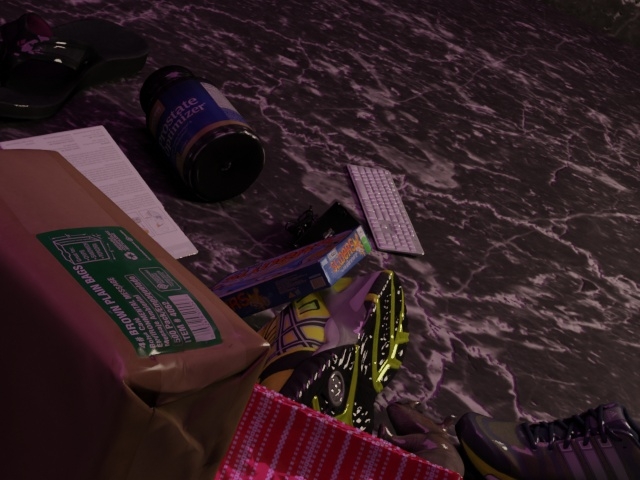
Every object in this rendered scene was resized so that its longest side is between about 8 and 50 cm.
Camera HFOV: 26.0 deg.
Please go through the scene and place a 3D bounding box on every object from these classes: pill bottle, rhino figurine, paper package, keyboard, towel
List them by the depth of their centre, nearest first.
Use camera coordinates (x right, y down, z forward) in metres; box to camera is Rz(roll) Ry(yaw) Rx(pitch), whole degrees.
[{"bbox_3d":[-0.246,0.121,1.212,0.168,0.309,0.325,-10,42,-46],"label":"paper package"},{"bbox_3d":[-0.016,0.256,1.326,0.275,0.031,0.198,24,64,0],"label":"towel"},{"bbox_3d":[0.107,0.245,1.512,0.106,0.073,0.243,17,26,-5],"label":"rhino figurine"},{"bbox_3d":[0.000,0.000,1.945,0.100,0.038,0.192,48,27,-1],"label":"keyboard"},{"bbox_3d":[-0.177,-0.160,1.992,0.123,0.122,0.219,2,33,-35],"label":"pill bottle"},{"bbox_3d":[0.096,-0.049,2.113,0.072,0.014,0.256,13,28,-18],"label":"keyboard"}]

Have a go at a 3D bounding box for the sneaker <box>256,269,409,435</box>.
[{"bbox_3d":[-0.018,0.161,1.547,0.147,0.145,0.384,-4,22,23],"label":"sneaker"}]

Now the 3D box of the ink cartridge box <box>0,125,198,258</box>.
[{"bbox_3d":[-0.296,-0.041,1.785,0.189,0.066,0.232,-17,67,-52],"label":"ink cartridge box"}]

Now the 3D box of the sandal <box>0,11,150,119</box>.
[{"bbox_3d":[-0.403,-0.290,2.076,0.168,0.107,0.446,28,27,11],"label":"sandal"}]

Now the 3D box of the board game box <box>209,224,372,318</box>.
[{"bbox_3d":[-0.051,0.047,1.648,0.035,0.201,0.136,65,28,-8],"label":"board game box"}]

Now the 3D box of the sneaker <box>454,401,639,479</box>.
[{"bbox_3d":[0.299,0.237,1.615,0.300,0.121,0.111,14,28,-16],"label":"sneaker"}]
